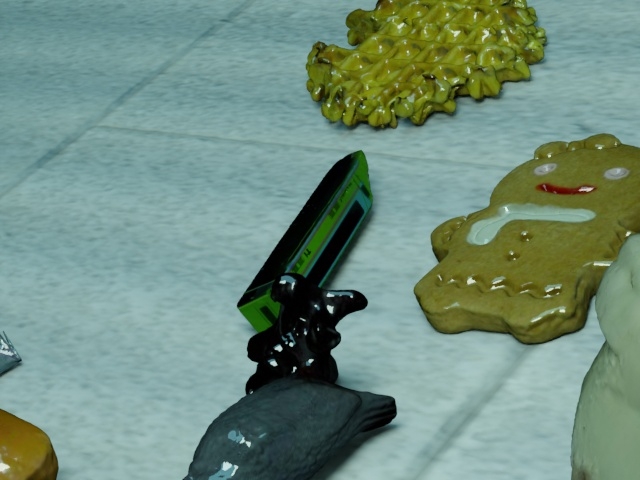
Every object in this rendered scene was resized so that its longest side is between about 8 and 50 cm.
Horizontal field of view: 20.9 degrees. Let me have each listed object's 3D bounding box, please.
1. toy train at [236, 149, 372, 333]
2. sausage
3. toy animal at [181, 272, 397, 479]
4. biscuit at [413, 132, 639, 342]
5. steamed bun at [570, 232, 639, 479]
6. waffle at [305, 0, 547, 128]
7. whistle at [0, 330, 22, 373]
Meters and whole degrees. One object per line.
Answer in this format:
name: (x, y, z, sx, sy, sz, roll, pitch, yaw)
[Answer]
toy train: (0.000, 0.000, 1.385, 0.044, 0.042, 0.209, -25, 20, 37)
sausage: (-0.282, 0.152, 1.249, 0.238, 0.098, 0.098, 14, 43, 41)
toy animal: (-0.022, 0.140, 1.151, 0.117, 0.121, 0.210, 27, 56, -6)
biscuit: (0.176, -0.010, 1.307, 0.184, 0.035, 0.249, 7, 38, 38)
steamed bun: (0.295, 0.039, 0.963, 0.324, 0.219, 0.310, -3, 33, 27)
waffle: (0.096, -0.178, 1.626, 0.228, 0.051, 0.231, -16, 30, 0)
whistle: (-0.318, 0.127, 1.368, 0.176, 0.033, 0.033, -32, 32, -21)
